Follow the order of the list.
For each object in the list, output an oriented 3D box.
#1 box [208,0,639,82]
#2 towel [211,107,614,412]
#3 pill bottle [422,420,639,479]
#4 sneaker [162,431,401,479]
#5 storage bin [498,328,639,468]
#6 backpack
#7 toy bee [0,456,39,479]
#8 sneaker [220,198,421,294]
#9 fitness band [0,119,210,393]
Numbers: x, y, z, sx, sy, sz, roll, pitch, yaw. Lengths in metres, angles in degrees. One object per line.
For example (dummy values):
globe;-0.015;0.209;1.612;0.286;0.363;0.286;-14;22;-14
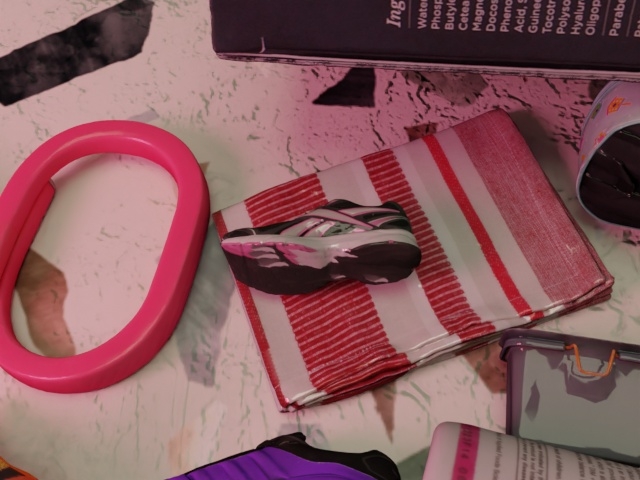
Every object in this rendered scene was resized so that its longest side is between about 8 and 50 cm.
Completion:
box;0.174;-0.374;0.716;0.471;0.297;0.480;3;35;9
towel;0.080;0.006;0.737;0.329;0.037;0.237;-20;59;-6
pill bottle;0.201;0.233;0.517;0.283;0.160;0.160;11;61;12
sneaker;-0.067;0.216;0.595;0.293;0.102;0.146;-9;20;21
storage bin;0.212;0.130;0.623;0.135;0.098;0.091;7;71;9
backpack;0.330;-0.082;0.690;0.188;0.166;0.144;6;58;5
toy bee;-0.305;0.171;0.598;0.298;0.195;0.162;35;24;15
sneaker;0.000;0.000;0.703;0.178;0.072;0.077;0;45;-1
fitness band;-0.223;0.008;0.758;0.209;0.054;0.291;8;61;7
